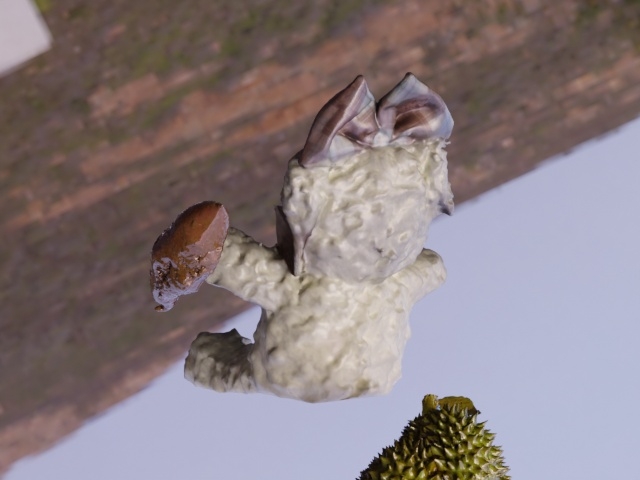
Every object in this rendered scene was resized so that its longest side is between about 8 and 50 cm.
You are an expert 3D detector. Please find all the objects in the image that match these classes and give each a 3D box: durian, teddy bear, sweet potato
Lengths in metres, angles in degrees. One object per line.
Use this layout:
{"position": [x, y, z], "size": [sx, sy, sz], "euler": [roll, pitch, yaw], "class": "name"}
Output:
{"position": [0.116, 0.258, 1.615], "size": [0.198, 0.159, 0.146], "euler": [-53, 163, 0], "class": "durian"}
{"position": [0.000, 0.000, 1.867], "size": [0.327, 0.362, 0.375], "euler": [-2, -178, -24], "class": "teddy bear"}
{"position": [-0.125, 0.020, 1.480], "size": [0.060, 0.068, 0.206], "euler": [8, 154, -16], "class": "sweet potato"}
